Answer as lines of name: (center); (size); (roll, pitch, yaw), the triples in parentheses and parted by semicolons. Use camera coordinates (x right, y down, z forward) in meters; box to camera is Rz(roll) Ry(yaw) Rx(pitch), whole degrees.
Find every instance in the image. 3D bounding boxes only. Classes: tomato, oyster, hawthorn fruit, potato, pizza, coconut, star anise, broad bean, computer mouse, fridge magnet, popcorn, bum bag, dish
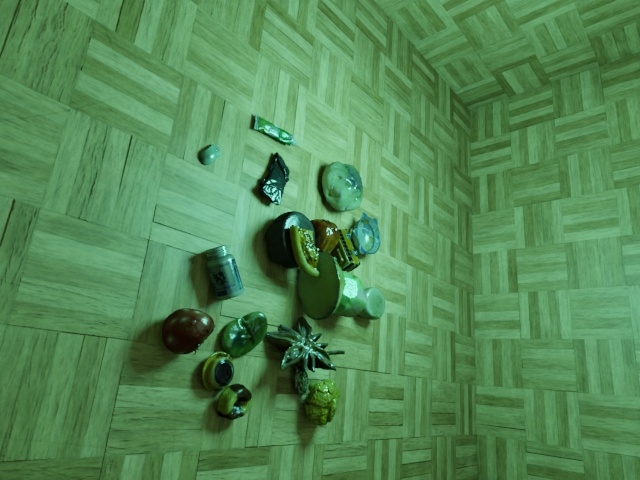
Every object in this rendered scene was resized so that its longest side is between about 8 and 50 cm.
tomato: (-0.447, 0.299, 1.494); (0.167, 0.167, 0.168); (13, 72, -47)
oyster: (-0.083, 0.579, 1.922); (0.108, 0.053, 0.166); (-15, 92, -53)
hawthorn fruit: (0.007, -0.013, 2.073); (0.173, 0.173, 0.179); (-9, 88, -50)
potato: (0.014, 0.205, 1.985); (0.116, 0.239, 0.299); (21, 61, -53)
pizza: (-0.061, 0.042, 1.875); (0.134, 0.056, 0.271); (-33, 118, -40)
coconut: (0.118, 0.255, 2.115); (0.235, 0.235, 0.205); (18, 96, -46)
star anise: (-0.067, 0.457, 1.873); (0.349, 0.109, 0.292); (-18, 66, -50)
broad bean: (-0.293, 0.363, 1.726); (0.206, 0.072, 0.153); (-41, 111, -33)
computer mouse: (-0.423, -0.338, 1.741); (0.056, 0.032, 0.110); (59, 44, -24)
fridge magnet: (-0.365, 0.474, 1.611); (0.143, 0.063, 0.143); (12, 75, -51)
popcorn: (0.013, 0.694, 1.930); (0.194, 0.140, 0.163); (-62, 153, -30)
bum bag: (-0.192, -0.272, 1.974); (0.123, 0.060, 0.249); (42, 52, -35)
dish: (0.223, -0.033, 2.385); (0.236, 0.086, 0.228); (-33, 106, -47)

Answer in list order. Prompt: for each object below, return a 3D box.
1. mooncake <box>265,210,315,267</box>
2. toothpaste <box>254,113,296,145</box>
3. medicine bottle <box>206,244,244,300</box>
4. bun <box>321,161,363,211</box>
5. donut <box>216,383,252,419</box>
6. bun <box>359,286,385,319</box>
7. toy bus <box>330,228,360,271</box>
mooncake: (-0.128, -0.001, 1.933); (0.244, 0.133, 0.245); (13, 73, -49)
toothpaste: (-0.202, -0.487, 2.022); (0.247, 0.046, 0.078); (21, 65, -43)
medicine bottle: (-0.359, 0.118, 1.660); (0.107, 0.107, 0.192); (-23, 99, -49)
bun: (0.129, -0.276, 2.271); (0.272, 0.168, 0.273); (26, 55, -44)
donut: (-0.309, 0.592, 1.631); (0.140, 0.059, 0.141); (-18, 114, -48)
bun: (0.249, 0.330, 2.318); (0.166, 0.113, 0.173); (-25, 102, -41)
toy bus: (0.104, 0.048, 2.176); (0.114, 0.098, 0.201); (2, 60, -46)
